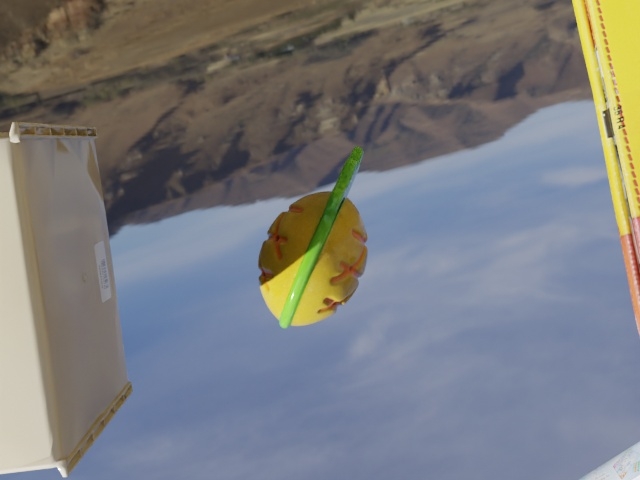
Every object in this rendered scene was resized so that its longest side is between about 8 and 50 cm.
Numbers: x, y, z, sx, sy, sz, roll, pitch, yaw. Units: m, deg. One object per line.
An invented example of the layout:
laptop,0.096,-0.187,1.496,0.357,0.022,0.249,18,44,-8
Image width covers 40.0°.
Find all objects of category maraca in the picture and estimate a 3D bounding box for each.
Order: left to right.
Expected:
maraca,0.000,0.000,0.828,0.099,0.185,0.127,22,-157,-1

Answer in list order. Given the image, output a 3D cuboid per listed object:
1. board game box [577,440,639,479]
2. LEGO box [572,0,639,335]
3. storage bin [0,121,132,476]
board game box,0.163,0.130,0.404,0.090,0.090,0.020,120,-8,-52
LEGO box,0.331,-0.217,0.469,0.373,0.499,0.193,-16,164,34
storage bin,-0.254,0.036,0.739,0.123,0.262,0.260,-7,-174,0
